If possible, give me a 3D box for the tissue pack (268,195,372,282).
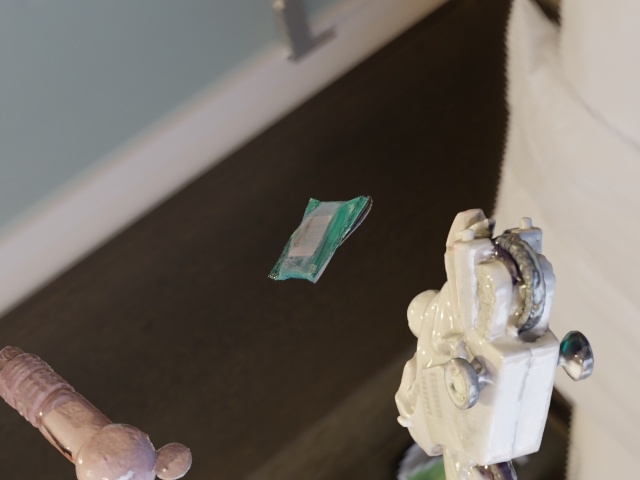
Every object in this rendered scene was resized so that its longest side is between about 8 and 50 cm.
[{"bbox_3d":[0.000,0.000,1.252,0.028,0.085,0.138,33,171,-13],"label":"tissue pack"}]

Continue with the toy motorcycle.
[{"bbox_3d":[0.118,0.092,1.162,0.171,0.110,0.260,46,141,50],"label":"toy motorcycle"}]

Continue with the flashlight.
[{"bbox_3d":[-0.105,0.082,0.634,0.110,0.052,0.031,34,145,35],"label":"flashlight"}]
